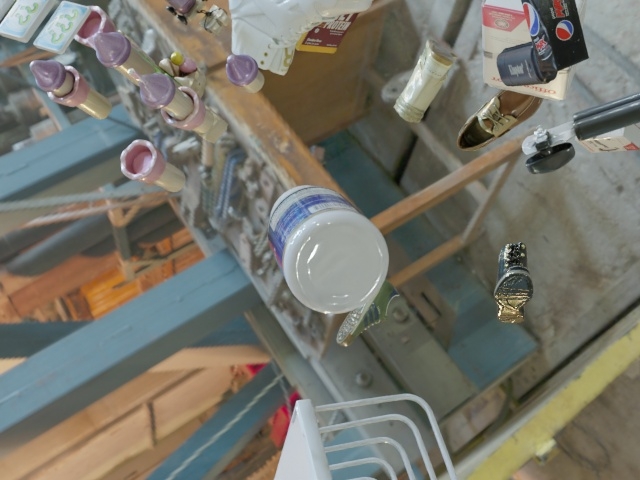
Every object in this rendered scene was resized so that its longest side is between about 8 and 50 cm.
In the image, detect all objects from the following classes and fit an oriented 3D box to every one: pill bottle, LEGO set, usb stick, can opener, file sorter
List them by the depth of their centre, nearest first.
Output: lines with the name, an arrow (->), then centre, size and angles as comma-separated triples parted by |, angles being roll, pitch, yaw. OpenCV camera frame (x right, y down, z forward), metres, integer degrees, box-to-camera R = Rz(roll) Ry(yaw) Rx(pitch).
file sorter -> 0.051, 0.342, 0.954 | 0.277, 0.173, 0.193 | 104, 155, -48
LEGO set -> -0.360, -0.378, 1.013 | 0.182, 0.244, 0.060 | 21, 162, 22
pill bottle -> 0.000, 0.000, 1.168 | 0.264, 0.153, 0.153 | -125, 12, -71
usb stick -> 0.373, -0.321, 1.373 | 0.278, 0.045, 0.077 | -89, -12, -79
can opener -> 0.549, -0.225, 1.541 | 0.280, 0.074, 0.093 | -22, 118, 28

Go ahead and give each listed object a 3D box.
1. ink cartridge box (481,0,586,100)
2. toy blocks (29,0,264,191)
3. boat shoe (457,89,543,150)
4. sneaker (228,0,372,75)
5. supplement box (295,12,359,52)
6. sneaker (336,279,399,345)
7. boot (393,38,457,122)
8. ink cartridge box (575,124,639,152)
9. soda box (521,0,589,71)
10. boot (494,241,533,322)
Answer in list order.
ink cartridge box -> 0.485, -0.465, 1.724 | 0.207, 0.117, 0.283 | 18, 161, 20
toy blocks -> -0.285, -0.290, 1.197 | 0.288, 0.309, 0.260 | 42, -177, 22
boat shoe -> 0.508, -0.349, 2.151 | 0.122, 0.120, 0.324 | 47, 145, 3
sneaker -> -0.036, -0.369, 1.295 | 0.292, 0.108, 0.169 | 15, 114, 33
supplement box -> -0.018, -0.557, 1.679 | 0.194, 0.129, 0.191 | 52, 127, 22
sneaker -> 0.122, 0.182, 1.814 | 0.086, 0.192, 0.064 | 30, 180, -21
boot -> 0.284, -0.431, 2.045 | 0.095, 0.262, 0.203 | 28, 114, -4
ink cartridge box -> 0.751, -0.273, 1.962 | 0.099, 0.056, 0.135 | 22, 167, -40
soda box -> 0.337, -0.337, 1.104 | 0.053, 0.060, 0.169 | -138, 27, -72
boot -> 0.453, 0.072, 1.772 | 0.085, 0.178, 0.236 | 3, 149, 12
